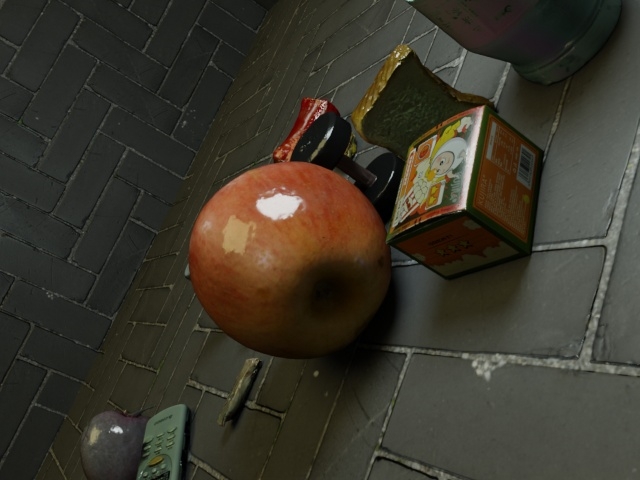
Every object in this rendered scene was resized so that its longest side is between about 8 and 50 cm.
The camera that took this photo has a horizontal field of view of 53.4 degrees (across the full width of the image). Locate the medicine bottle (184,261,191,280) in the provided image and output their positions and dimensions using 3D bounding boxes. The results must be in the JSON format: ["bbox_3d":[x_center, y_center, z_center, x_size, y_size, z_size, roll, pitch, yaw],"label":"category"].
[{"bbox_3d":[-0.254,0.108,1.684,0.083,0.203,0.083,-45,26,29],"label":"medicine bottle"}]

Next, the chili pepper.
[{"bbox_3d":[-0.061,-0.231,1.780,0.134,0.131,0.338,15,71,41],"label":"chili pepper"}]

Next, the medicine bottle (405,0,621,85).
[{"bbox_3d":[0.311,-0.411,1.025,0.245,0.289,0.245,-47,27,33],"label":"medicine bottle"}]

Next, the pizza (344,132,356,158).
[{"bbox_3d":[0.062,-0.237,1.655,0.099,0.035,0.160,-55,24,12],"label":"pizza"}]

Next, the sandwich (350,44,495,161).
[{"bbox_3d":[0.182,-0.231,1.168,0.186,0.214,0.065,-53,25,18],"label":"sandwich"}]

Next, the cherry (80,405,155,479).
[{"bbox_3d":[-0.545,0.564,1.737,0.183,0.213,0.266,-45,36,52],"label":"cherry"}]

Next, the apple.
[{"bbox_3d":[-0.050,0.045,1.161,0.364,0.363,0.364,-45,27,31],"label":"apple"}]

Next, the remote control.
[{"bbox_3d":[-0.394,0.546,1.604,0.140,0.056,0.296,-26,34,13],"label":"remote control"}]

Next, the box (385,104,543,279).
[{"bbox_3d":[0.220,-0.070,0.989,0.177,0.148,0.195,-24,42,52],"label":"box"}]

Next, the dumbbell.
[{"bbox_3d":[0.062,-0.148,1.315,0.152,0.218,0.153,-45,27,30],"label":"dumbbell"}]

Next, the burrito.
[{"bbox_3d":[-0.188,0.350,1.471,0.171,0.042,0.051,-67,14,-19],"label":"burrito"}]
